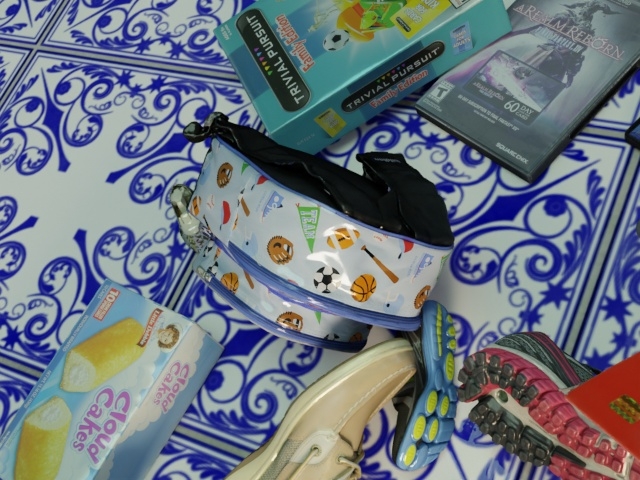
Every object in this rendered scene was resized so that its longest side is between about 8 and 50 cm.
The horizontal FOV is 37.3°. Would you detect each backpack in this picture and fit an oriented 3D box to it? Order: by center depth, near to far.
[{"bbox_3d":[0.000,0.000,1.016,0.263,0.276,0.213,28,106,55],"label":"backpack"}]

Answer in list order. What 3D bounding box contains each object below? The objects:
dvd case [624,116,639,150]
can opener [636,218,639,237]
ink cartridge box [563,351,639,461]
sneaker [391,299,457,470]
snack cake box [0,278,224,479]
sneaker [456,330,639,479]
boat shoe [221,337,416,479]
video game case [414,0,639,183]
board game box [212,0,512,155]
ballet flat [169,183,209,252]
[{"bbox_3d":[0.495,-0.156,1.060,0.253,0.022,0.180,-43,53,-5],"label":"dvd case"},{"bbox_3d":[0.431,-0.024,0.900,0.280,0.093,0.074,-29,48,52],"label":"can opener"},{"bbox_3d":[0.385,0.139,0.787,0.239,0.060,0.275,-23,41,-24],"label":"ink cartridge box"},{"bbox_3d":[0.102,0.157,1.026,0.078,0.067,0.188,-17,55,39],"label":"sneaker"},{"bbox_3d":[-0.255,0.196,1.130,0.152,0.089,0.264,21,71,32],"label":"snack cake box"},{"bbox_3d":[0.274,0.190,0.898,0.112,0.121,0.299,-22,55,-40],"label":"sneaker"},{"bbox_3d":[0.000,0.225,0.980,0.302,0.109,0.098,-46,65,12],"label":"boat shoe"},{"bbox_3d":[0.278,-0.217,1.188,0.274,0.026,0.196,-47,55,-7],"label":"video game case"},{"bbox_3d":[0.046,-0.284,1.277,0.336,0.079,0.254,-32,49,4],"label":"board game box"},{"bbox_3d":[-0.178,-0.033,1.264,0.041,0.041,0.114,-29,54,5],"label":"ballet flat"}]
